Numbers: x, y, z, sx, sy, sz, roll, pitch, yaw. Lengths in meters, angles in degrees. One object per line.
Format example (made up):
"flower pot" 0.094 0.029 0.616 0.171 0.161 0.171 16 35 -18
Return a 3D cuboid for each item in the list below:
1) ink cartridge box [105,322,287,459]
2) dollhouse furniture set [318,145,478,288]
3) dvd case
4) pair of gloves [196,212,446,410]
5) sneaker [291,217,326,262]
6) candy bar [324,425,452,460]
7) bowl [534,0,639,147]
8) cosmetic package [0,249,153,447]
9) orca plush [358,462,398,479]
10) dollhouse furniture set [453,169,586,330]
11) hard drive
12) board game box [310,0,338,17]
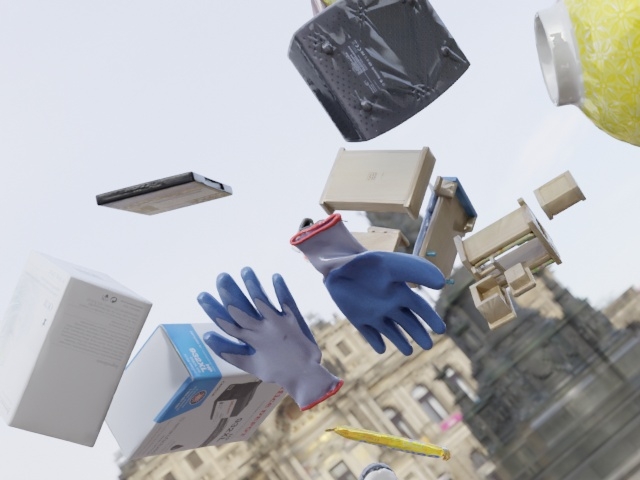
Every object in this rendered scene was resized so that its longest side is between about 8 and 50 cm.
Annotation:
"ink cartridge box" -0.207 0.265 1.662 0.307 0.129 0.223 5 -50 -52
"dollhouse furniture set" 0.152 -0.005 1.833 0.303 0.198 0.286 49 -127 -46
"dvd case" -0.279 -0.083 1.683 0.180 0.022 0.253 -14 -5 9
"pair of gloves" 0.004 0.060 0.757 0.198 0.159 0.023 -32 28 20
"sneaker" 0.000 0.000 1.441 0.061 0.158 0.065 5 -78 -31
"candy bar" 0.085 0.252 1.150 0.040 0.161 0.018 44 -123 -69
"bowl" 0.339 -0.230 1.068 0.156 0.290 0.289 -12 -18 7
"cosmetic package" -0.386 0.153 1.360 0.138 0.224 0.225 22 -93 -32
"orca plush" 0.126 0.524 1.680 0.151 0.287 0.102 -30 15 -4
"dollhouse furniture set" 0.292 0.029 1.213 0.182 0.161 0.101 -32 -58 18
"hard drive" 0.075 -0.233 1.171 0.254 0.172 0.054 -39 6 -40
"board game box" 0.089 -0.414 1.632 0.208 0.347 0.056 -12 -8 7
